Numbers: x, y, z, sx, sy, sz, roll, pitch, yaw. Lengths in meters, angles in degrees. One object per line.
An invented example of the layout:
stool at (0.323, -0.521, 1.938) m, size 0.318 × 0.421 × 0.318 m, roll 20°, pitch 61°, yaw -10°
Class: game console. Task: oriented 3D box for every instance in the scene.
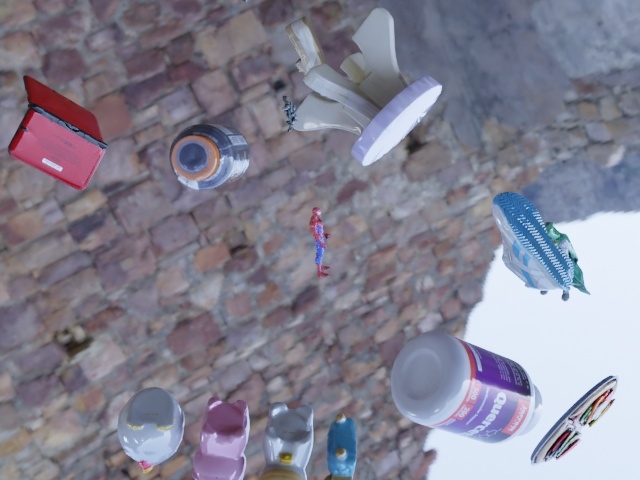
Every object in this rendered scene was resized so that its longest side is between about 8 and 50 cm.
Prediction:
game console at (-0.410, -0.164, 1.504) m, size 0.085 × 0.144 × 0.124 m, roll 22°, pitch -96°, yaw 46°

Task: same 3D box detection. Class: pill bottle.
pill bottle at (0.303, 0.302, 1.951) m, size 0.182 × 0.323 × 0.181 m, roll -23°, pitch -124°, yaw 40°
pill bottle at (-0.224, -0.167, 1.944) m, size 0.131 × 0.130 × 0.246 m, roll -22°, pitch -176°, yaw 9°

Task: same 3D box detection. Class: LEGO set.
LEGO set at (-0.044, -0.196, 1.493) m, size 0.024 × 0.054 × 0.083 m, roll -5°, pitch -164°, yaw 5°

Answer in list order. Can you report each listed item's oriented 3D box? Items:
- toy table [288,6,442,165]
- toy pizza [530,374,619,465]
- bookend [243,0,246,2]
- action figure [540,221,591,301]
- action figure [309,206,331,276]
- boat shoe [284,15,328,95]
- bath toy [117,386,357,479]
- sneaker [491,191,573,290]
toy table at (0.079, -0.241, 1.631) m, size 0.252 × 0.161 × 0.274 m, roll -49°, pitch 175°, yaw 13°
toy pizza at (0.417, 0.297, 1.577) m, size 0.201 × 0.032 × 0.201 m, roll -35°, pitch 153°, yaw -21°
bookend at (-0.178, -0.453, 1.468) m, size 0.156 × 0.157 × 0.072 m, roll 37°, pitch -89°, yaw 32°
action figure at (0.468, 0.037, 1.976) m, size 0.137 × 0.232 × 0.063 m, roll 14°, pitch -121°, yaw 29°
action figure at (0.000, 0.000, 1.529) m, size 0.030 × 0.115 × 0.038 m, roll -4°, pitch -152°, yaw 13°
boat shoe at (-0.024, -0.369, 1.994) m, size 0.059 × 0.170 × 0.063 m, roll -17°, pitch -159°, yaw 13°
bath toy at (-0.126, 0.313, 1.431) m, size 0.349 × 0.129 × 0.151 m, roll 10°, pitch -137°, yaw 1°
sneaker at (0.358, 0.009, 1.741) m, size 0.092 × 0.228 × 0.087 m, roll -9°, pitch -141°, yaw 45°
